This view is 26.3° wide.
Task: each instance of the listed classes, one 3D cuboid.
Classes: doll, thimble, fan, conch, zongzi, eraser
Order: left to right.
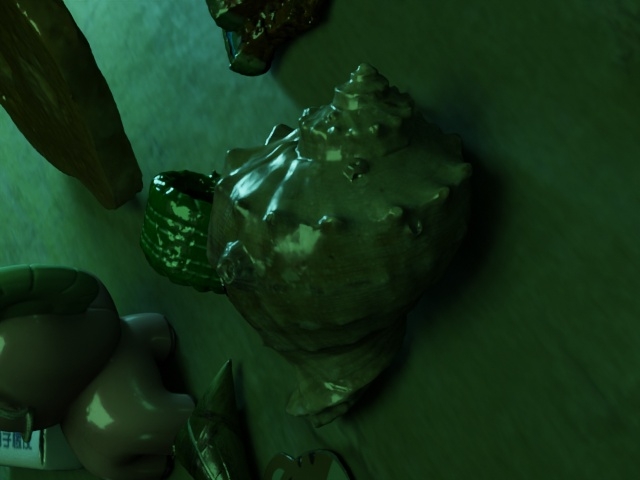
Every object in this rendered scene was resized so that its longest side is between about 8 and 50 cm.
[{"bbox_3d":[-0.346,0.203,1.606,0.210,0.068,0.124,-7,81,51],"label":"eraser"},{"bbox_3d":[-0.283,0.132,1.376,0.284,0.268,0.216,-52,47,34],"label":"doll"},{"bbox_3d":[-0.112,-0.012,1.306,0.130,0.118,0.090,-111,35,-68],"label":"thimble"},{"bbox_3d":[-0.085,0.186,1.308,0.104,0.052,0.113,38,102,38],"label":"zongzi"},{"bbox_3d":[-0.009,-0.004,1.142,0.324,0.186,0.263,-65,25,21],"label":"conch"},{"bbox_3d":[0.021,0.248,1.194,0.227,0.008,0.152,-24,67,48],"label":"fan"}]

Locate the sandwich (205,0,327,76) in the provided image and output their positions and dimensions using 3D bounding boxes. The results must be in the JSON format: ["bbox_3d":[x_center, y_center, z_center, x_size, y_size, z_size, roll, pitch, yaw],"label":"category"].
[{"bbox_3d":[-0.055,-0.273,1.292,0.159,0.079,0.235,34,111,48],"label":"sandwich"}]

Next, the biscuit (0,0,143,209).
[{"bbox_3d":[-0.323,-0.226,1.469,0.365,0.062,0.385,36,155,45],"label":"biscuit"}]
